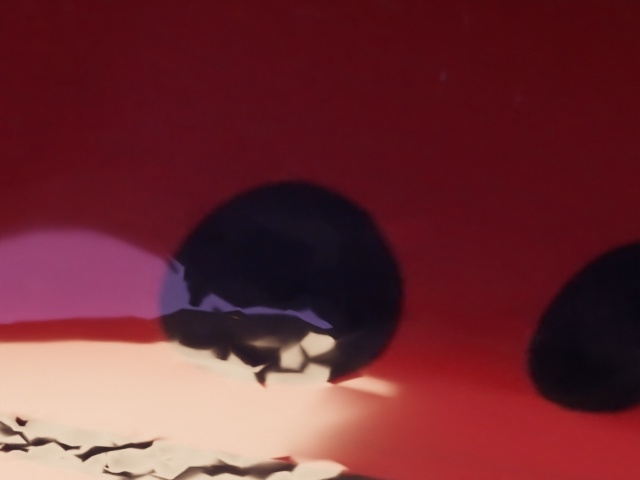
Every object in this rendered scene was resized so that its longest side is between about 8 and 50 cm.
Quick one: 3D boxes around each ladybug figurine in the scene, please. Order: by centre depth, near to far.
[{"bbox_3d":[0.000,0.000,0.522,0.449,0.162,0.305,12,146,-16],"label":"ladybug figurine"}]
